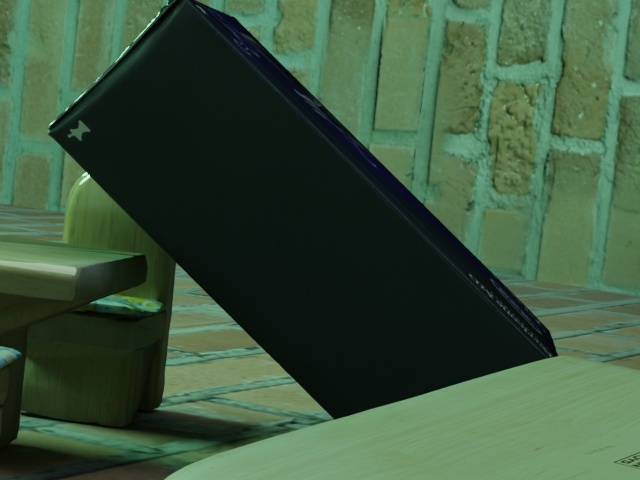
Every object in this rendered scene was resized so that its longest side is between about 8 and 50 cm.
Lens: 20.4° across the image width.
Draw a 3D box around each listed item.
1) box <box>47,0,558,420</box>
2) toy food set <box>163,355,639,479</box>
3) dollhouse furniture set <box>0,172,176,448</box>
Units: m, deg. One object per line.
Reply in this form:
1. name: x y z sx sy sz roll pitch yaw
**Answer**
1. box: 0.000 0.000 0.934 0.261 0.103 0.184 45 9 1
2. toy food set: 0.110 0.118 0.596 0.220 0.092 0.306 10 14 40
3. dollhouse furniture set: -0.289 -0.039 0.893 0.394 0.256 0.362 7 4 10
